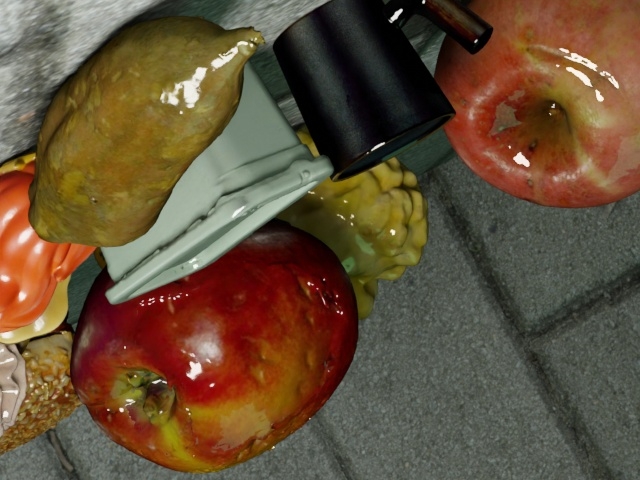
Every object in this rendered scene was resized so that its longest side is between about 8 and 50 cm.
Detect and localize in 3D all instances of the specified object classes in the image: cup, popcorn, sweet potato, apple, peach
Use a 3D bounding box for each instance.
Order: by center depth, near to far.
[{"bbox_3d":[-0.174,-0.115,1.319,0.158,0.158,0.370,-25,165,-40],"label":"sweet potato"},{"bbox_3d":[0.078,-0.201,1.642,0.239,0.177,0.166,-28,174,-2],"label":"cup"},{"bbox_3d":[-0.126,0.136,1.923,0.353,0.339,0.416,7,-157,26],"label":"peach"},{"bbox_3d":[0.350,-0.232,1.933,0.364,0.364,0.364,-28,175,-3],"label":"apple"},{"bbox_3d":[0.000,0.000,2.239,0.349,0.349,0.382,-32,-147,34],"label":"popcorn"}]

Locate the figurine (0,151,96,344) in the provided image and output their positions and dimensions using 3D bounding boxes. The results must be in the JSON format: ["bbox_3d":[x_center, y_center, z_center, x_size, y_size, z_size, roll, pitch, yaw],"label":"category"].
[{"bbox_3d":[-0.347,0.019,1.563,0.208,0.181,0.257,-8,163,-18],"label":"figurine"}]

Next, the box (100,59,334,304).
[{"bbox_3d":[-0.155,-0.076,1.606,0.175,0.182,0.312,-25,175,-44],"label":"box"}]

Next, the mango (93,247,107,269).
[{"bbox_3d":[-0.259,-0.013,2.124,0.157,0.109,0.262,-21,171,-29],"label":"mango"}]

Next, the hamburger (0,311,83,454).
[{"bbox_3d":[-0.486,0.179,1.988,0.330,0.250,0.330,-29,175,-3],"label":"hamburger"}]

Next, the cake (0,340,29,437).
[{"bbox_3d":[-0.433,0.159,1.726,0.207,0.178,0.185,-43,170,-37],"label":"cake"}]
